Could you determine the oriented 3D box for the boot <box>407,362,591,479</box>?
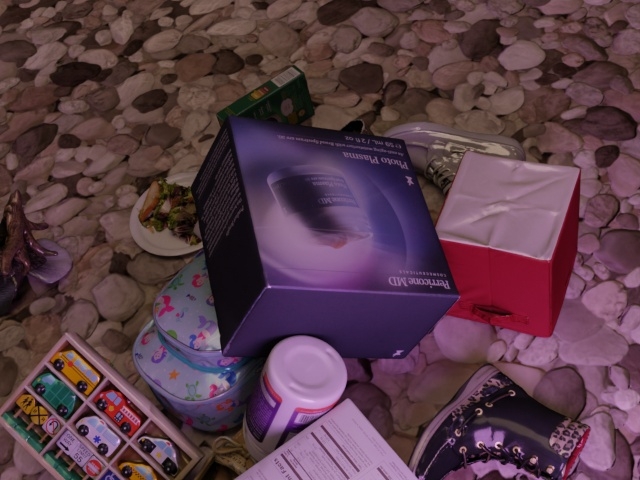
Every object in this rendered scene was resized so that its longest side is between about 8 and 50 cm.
[{"bbox_3d":[0.240,0.290,1.295,0.179,0.085,0.236,28,56,28],"label":"boot"}]

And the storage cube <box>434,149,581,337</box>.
[{"bbox_3d":[0.286,0.005,1.450,0.184,0.193,0.215,12,55,22],"label":"storage cube"}]

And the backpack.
[{"bbox_3d":[-0.155,0.151,1.448,0.225,0.191,0.253,31,69,31],"label":"backpack"}]

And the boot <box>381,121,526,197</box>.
[{"bbox_3d":[0.216,-0.127,1.633,0.258,0.095,0.123,5,46,16],"label":"boot"}]

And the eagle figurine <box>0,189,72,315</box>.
[{"bbox_3d":[-0.618,0.038,1.669,0.298,0.225,0.226,-33,1,24],"label":"eagle figurine"}]

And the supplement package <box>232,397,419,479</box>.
[{"bbox_3d":[0.001,0.385,1.204,0.263,0.199,0.198,-33,52,-15],"label":"supplement package"}]

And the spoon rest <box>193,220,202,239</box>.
[{"bbox_3d":[-0.061,-0.008,1.525,0.137,0.276,0.084,34,106,58],"label":"spoon rest"}]

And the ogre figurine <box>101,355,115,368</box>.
[{"bbox_3d":[-0.340,0.241,1.453,0.097,0.118,0.197,-37,54,-17],"label":"ogre figurine"}]

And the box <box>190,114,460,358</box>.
[{"bbox_3d":[0.000,0.000,1.350,0.296,0.182,0.294,4,53,-27],"label":"box"}]

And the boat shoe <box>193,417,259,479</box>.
[{"bbox_3d":[-0.130,0.352,1.333,0.105,0.089,0.285,17,57,26],"label":"boat shoe"}]

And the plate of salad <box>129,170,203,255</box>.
[{"bbox_3d":[-0.253,-0.057,1.719,0.200,0.048,0.199,-6,50,8],"label":"plate of salad"}]

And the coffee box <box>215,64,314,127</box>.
[{"bbox_3d":[-0.102,-0.239,1.789,0.184,0.113,0.040,-36,54,-14],"label":"coffee box"}]

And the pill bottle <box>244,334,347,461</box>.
[{"bbox_3d":[-0.042,0.224,1.283,0.108,0.193,0.108,12,46,-12],"label":"pill bottle"}]

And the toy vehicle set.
[{"bbox_3d":[-0.317,0.279,1.361,0.267,0.035,0.166,41,94,8],"label":"toy vehicle set"}]

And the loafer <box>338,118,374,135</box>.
[{"bbox_3d":[-0.010,-0.144,1.706,0.251,0.087,0.094,-34,52,-15],"label":"loafer"}]
